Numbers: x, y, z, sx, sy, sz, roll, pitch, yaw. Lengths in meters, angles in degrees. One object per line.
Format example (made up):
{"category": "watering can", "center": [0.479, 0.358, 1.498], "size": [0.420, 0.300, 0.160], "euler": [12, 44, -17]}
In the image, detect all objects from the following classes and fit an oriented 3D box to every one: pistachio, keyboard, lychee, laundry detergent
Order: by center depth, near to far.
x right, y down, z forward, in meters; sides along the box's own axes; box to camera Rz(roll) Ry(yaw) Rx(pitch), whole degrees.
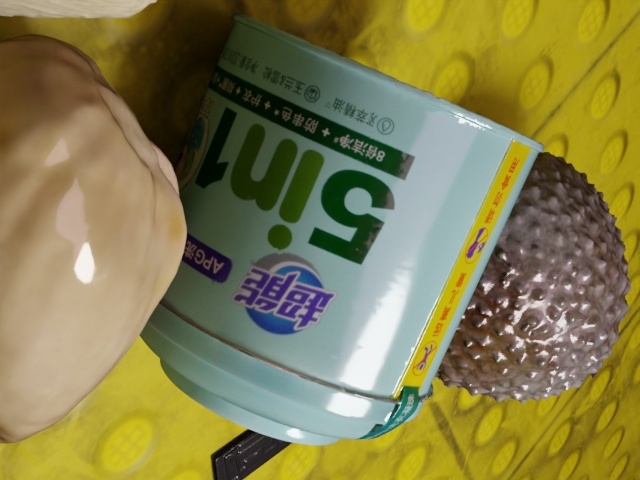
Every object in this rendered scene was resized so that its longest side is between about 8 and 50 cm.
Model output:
{"category": "pistachio", "center": [-0.211, 0.008, 0.766], "size": [0.214, 0.193, 0.318], "euler": [10, 118, -21]}
{"category": "laundry detergent", "center": [0.000, 0.000, 0.923], "size": [0.287, 0.287, 0.305], "euler": [12, 104, -53]}
{"category": "lychee", "center": [0.219, 0.038, 1.233], "size": [0.300, 0.300, 0.300], "euler": [-30, 135, -35]}
{"category": "keyboard", "center": [-0.045, 0.222, 1.259], "size": [0.204, 0.013, 0.061], "euler": [-31, 135, -34]}

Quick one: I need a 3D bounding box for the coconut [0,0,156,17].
{"category": "coconut", "center": [-0.168, -0.270, 0.490], "size": [0.360, 0.346, 0.346], "euler": [13, 104, -54]}
